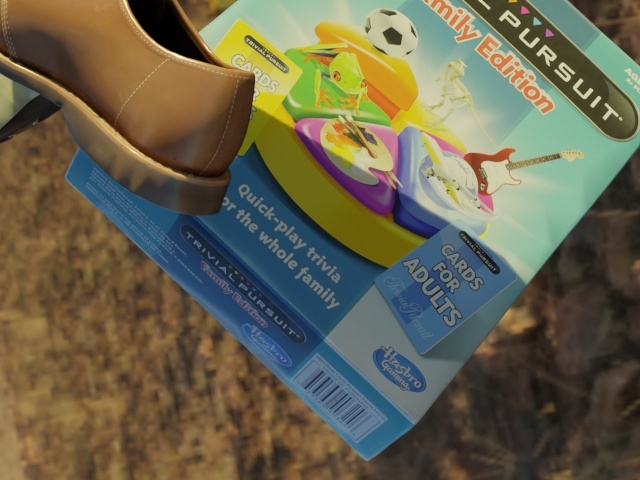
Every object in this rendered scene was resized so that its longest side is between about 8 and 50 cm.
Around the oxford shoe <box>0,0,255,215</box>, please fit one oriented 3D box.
[{"bbox_3d":[-0.106,-0.098,0.615,0.212,0.076,0.076,36,113,24],"label":"oxford shoe"}]

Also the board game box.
[{"bbox_3d":[0.046,-0.068,0.907,0.254,0.336,0.079,43,147,1],"label":"board game box"}]

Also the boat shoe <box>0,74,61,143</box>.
[{"bbox_3d":[-0.165,-0.100,0.833,0.049,0.133,0.042,57,175,-2],"label":"boat shoe"}]
